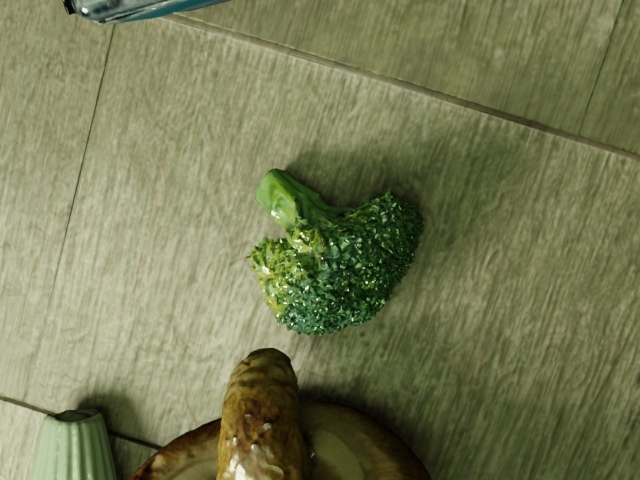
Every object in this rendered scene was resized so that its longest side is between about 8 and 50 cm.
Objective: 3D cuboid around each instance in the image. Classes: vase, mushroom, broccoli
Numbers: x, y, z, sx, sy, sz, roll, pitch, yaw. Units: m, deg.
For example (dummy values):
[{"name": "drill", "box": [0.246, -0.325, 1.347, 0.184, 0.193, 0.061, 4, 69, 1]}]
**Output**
[{"name": "vase", "box": [-0.288, 0.321, 1.275, 0.128, 0.128, 0.248, 1, 94, 8]}, {"name": "mushroom", "box": [-0.044, 0.311, 1.146, 0.345, 0.345, 0.239, -36, 134, 15]}, {"name": "broccoli", "box": [0.000, 0.000, 1.159, 0.194, 0.194, 0.220, 27, 128, 2]}]

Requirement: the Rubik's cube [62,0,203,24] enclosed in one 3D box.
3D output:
[{"name": "Rubik's cube", "box": [-0.071, -0.384, 0.978, 0.318, 0.313, 0.316, -12, 100, 13]}]
